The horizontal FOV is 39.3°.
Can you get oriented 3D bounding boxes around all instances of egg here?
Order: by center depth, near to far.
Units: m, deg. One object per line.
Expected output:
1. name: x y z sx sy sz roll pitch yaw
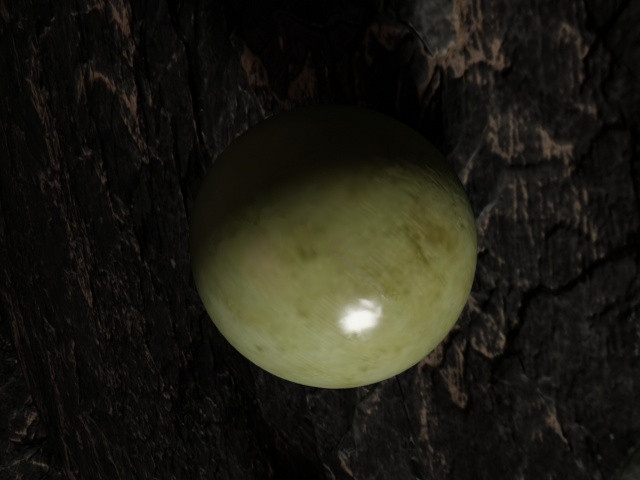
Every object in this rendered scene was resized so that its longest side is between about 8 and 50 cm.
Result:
1. egg: 0.000 0.000 0.724 0.295 0.219 0.218 -159 57 -69
